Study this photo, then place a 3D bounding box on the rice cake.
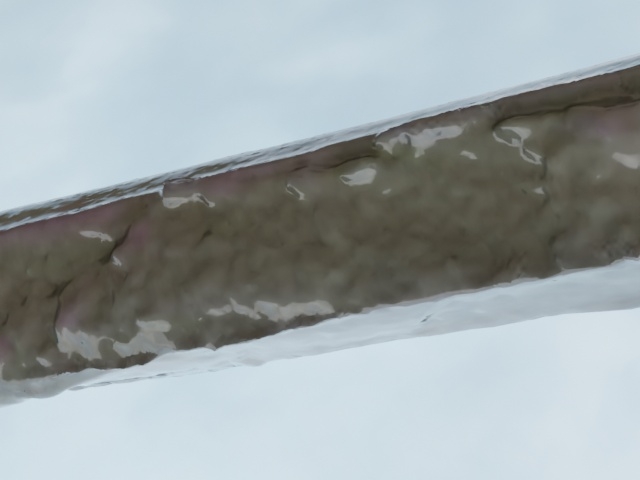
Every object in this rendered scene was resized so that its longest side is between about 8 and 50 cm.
[{"bbox_3d":[0.000,0.001,0.383,0.270,0.055,0.049,-12,-102,31],"label":"rice cake"}]
